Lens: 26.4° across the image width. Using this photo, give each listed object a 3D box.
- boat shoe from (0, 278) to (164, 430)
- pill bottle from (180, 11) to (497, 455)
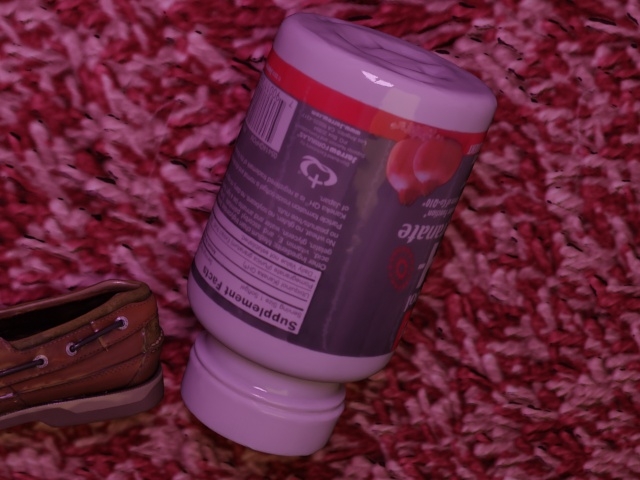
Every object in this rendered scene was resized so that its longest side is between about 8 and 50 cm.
[{"bbox_3d":[-0.274,0.094,1.063,0.307,0.111,0.104,-11,114,-25],"label":"boat shoe"},{"bbox_3d":[0.000,0.000,1.063,0.176,0.176,0.318,13,110,-24],"label":"pill bottle"}]
